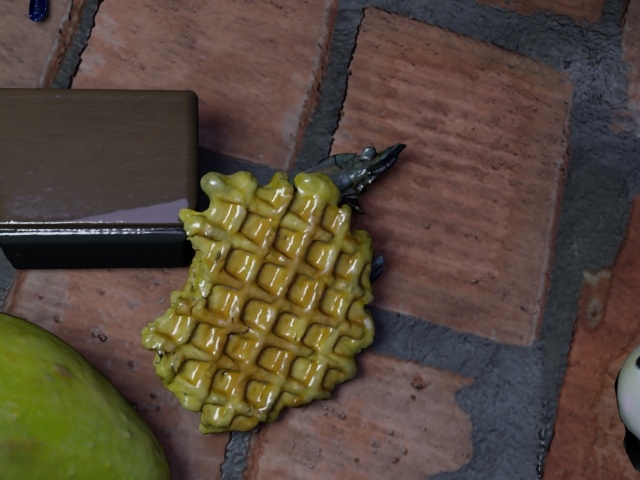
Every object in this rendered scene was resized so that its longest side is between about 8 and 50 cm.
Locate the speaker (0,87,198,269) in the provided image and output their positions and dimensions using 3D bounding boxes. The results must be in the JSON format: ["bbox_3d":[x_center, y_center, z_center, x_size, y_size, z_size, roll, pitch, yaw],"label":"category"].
[{"bbox_3d":[-0.255,-0.072,1.170,0.231,0.153,0.192,0,72,-7],"label":"speaker"}]

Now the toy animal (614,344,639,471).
[{"bbox_3d":[0.411,0.190,1.164,0.138,0.179,0.166,-25,70,1],"label":"toy animal"}]

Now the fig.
[{"bbox_3d":[-0.306,0.213,1.031,0.326,0.258,0.258,24,71,-13],"label":"fig"}]

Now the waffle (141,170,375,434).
[{"bbox_3d":[-0.066,0.069,1.130,0.282,0.058,0.300,-4,104,-28],"label":"waffle"}]

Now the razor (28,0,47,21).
[{"bbox_3d":[-0.359,-0.344,1.305,0.044,0.028,0.154,-4,73,0],"label":"razor"}]

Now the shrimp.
[{"bbox_3d":[0.001,-0.001,1.225,0.289,0.075,0.178,-28,86,-15],"label":"shrimp"}]
